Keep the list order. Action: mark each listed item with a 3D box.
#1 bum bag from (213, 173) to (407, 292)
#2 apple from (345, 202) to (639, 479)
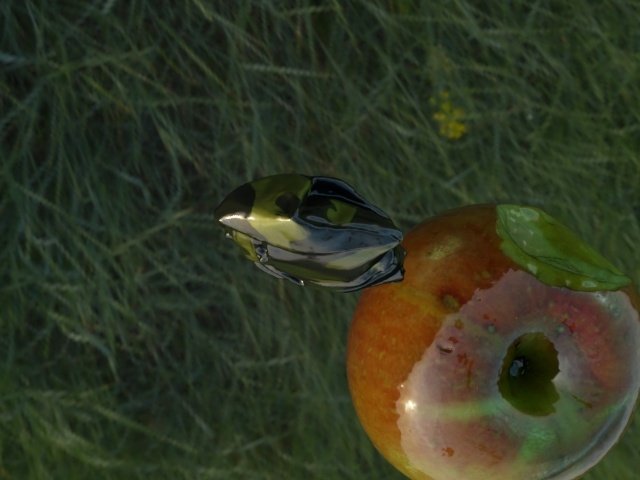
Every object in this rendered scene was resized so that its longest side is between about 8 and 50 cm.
[{"bbox_3d":[0.000,0.000,0.774,0.106,0.060,0.232,8,176,5],"label":"bum bag"},{"bbox_3d":[0.190,0.122,1.437,0.339,0.339,0.339,-16,139,-14],"label":"apple"}]
